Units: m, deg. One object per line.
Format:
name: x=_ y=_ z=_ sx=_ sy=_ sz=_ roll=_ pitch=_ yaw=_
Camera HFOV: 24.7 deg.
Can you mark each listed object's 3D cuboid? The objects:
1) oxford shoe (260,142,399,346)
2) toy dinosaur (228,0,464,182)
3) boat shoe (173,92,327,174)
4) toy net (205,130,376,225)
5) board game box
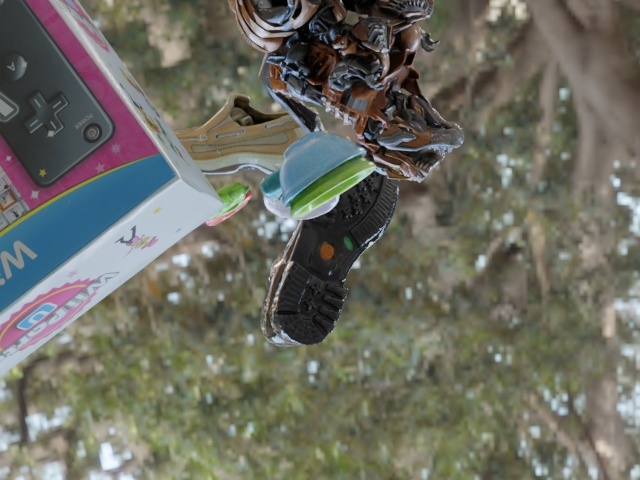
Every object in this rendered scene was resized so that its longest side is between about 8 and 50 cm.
oxford shoe: x=0.000 y=0.000 z=1.400 sx=0.227 sy=0.083 sz=0.096 roll=-59 pitch=-165 yaw=-22
toy dinosaur: x=-0.001 y=-0.193 z=1.141 sx=0.322 sy=0.218 sz=0.164 roll=35 pitch=-137 yaw=-16
boat shoe: x=-0.075 y=-0.105 z=1.377 sx=0.190 sy=0.072 sz=0.068 roll=1 pitch=-155 yaw=29
toy net: x=-0.019 y=-0.032 z=1.078 sx=0.122 sy=0.045 sz=0.232 roll=-34 pitch=176 yaw=2
board game box: x=-0.234 y=-0.076 z=0.820 sx=0.224 sy=0.097 sz=0.303 roll=-38 pitch=-103 yaw=3
